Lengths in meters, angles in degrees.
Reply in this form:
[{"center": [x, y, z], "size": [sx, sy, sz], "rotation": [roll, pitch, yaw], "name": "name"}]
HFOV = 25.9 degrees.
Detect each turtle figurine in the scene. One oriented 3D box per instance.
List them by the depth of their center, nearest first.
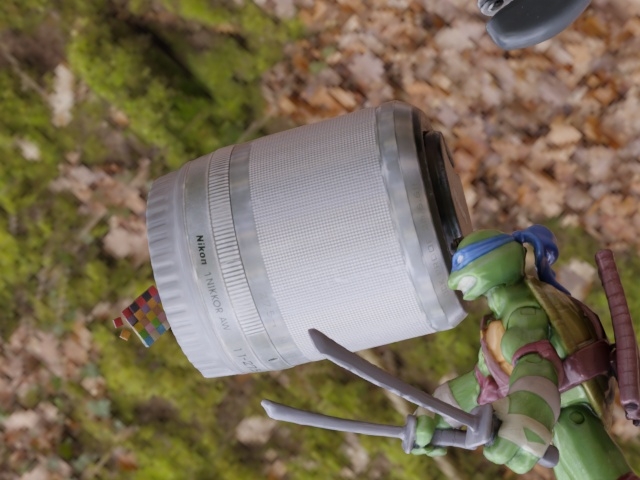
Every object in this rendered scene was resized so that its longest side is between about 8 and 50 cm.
[{"center": [0.112, 0.144, 0.889], "size": [0.266, 0.275, 0.198], "rotation": [55, 139, 8], "name": "turtle figurine"}]

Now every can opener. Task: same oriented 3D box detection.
[{"center": [0.264, -0.274, 1.252], "size": [0.093, 0.280, 0.074], "rotation": [57, -167, 14], "name": "can opener"}]

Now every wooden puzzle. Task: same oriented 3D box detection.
[{"center": [-0.188, 0.084, 1.531], "size": [0.006, 0.083, 0.049], "rotation": [-11, 118, 55], "name": "wooden puzzle"}]

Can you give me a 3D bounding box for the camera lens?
[{"center": [0.000, 0.000, 1.310], "size": [0.219, 0.274, 0.219], "rotation": [-14, -90, -79], "name": "camera lens"}]
